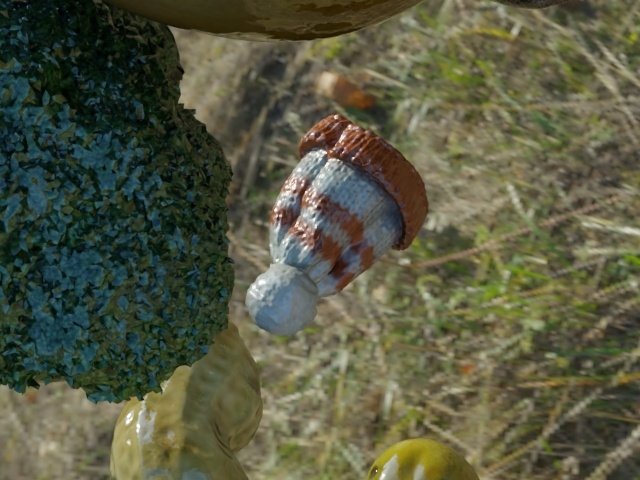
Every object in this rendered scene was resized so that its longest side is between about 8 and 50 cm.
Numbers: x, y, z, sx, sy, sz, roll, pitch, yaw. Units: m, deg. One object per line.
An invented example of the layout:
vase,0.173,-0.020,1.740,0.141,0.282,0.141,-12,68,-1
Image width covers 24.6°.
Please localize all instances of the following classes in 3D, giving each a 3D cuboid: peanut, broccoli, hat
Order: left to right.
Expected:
broccoli,-0.192,-0.016,0.780,0.308,0.307,0.275,65,144,30
peanut,-0.093,0.135,1.036,0.103,0.098,0.229,-4,44,5
hat,0.000,0.000,1.041,0.162,0.112,0.093,-50,18,-21

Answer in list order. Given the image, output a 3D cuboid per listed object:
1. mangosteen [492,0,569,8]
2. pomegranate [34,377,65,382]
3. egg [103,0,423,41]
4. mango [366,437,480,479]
mangosteen,0.148,-0.234,1.012,0.152,0.152,0.153,-10,74,39
pomegranate,-0.264,0.008,1.295,0.254,0.270,0.254,52,158,32
egg,-0.057,-0.245,0.663,0.282,0.351,0.283,-45,17,18
mango,0.115,0.329,1.549,0.130,0.167,0.262,2,116,22
